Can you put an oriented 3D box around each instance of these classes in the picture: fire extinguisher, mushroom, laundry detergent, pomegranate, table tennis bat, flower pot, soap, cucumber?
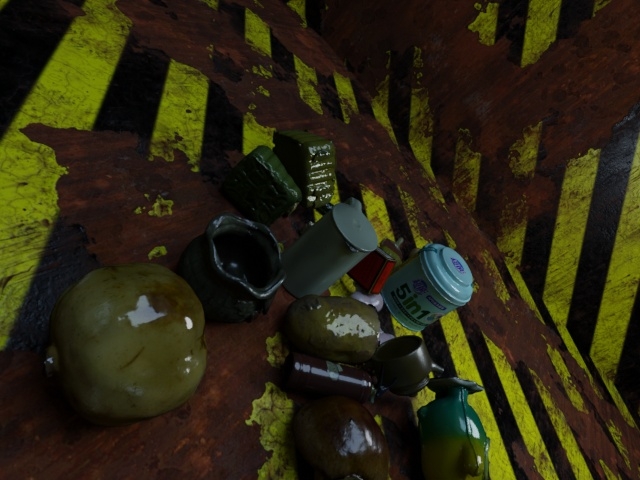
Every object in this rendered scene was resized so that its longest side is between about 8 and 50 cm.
[{"bbox_3d":[0.066,0.397,1.296,0.343,0.102,0.138,18,85,-17],"label":"fire extinguisher"},{"bbox_3d":[0.060,0.537,1.152,0.263,0.195,0.283,29,37,-36],"label":"mushroom"},{"bbox_3d":[0.454,0.183,1.859,0.287,0.305,0.287,29,38,-26],"label":"laundry detergent"},{"bbox_3d":[-0.389,0.209,0.903,0.332,0.332,0.333,30,37,-26],"label":"pomegranate"},{"bbox_3d":[0.357,0.035,2.162,0.131,0.022,0.234,49,35,1],"label":"table tennis bat"},{"bbox_3d":[-0.236,0.087,1.256,0.301,0.213,0.302,29,38,-25],"label":"flower pot"},{"bbox_3d":[0.315,0.081,2.034,0.140,0.045,0.089,37,54,-16],"label":"soap"},{"bbox_3d":[0.075,-0.100,1.937,0.293,0.067,0.068,40,34,-9],"label":"cucumber"}]

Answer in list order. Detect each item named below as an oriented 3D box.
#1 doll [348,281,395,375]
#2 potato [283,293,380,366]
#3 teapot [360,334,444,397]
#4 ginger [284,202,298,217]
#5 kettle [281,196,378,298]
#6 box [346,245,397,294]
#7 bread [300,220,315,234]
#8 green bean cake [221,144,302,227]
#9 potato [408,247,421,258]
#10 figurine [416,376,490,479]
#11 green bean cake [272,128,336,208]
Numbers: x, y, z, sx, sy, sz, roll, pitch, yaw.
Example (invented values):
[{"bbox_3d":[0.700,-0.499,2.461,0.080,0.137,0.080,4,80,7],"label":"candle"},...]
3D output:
[{"bbox_3d":[0.194,0.306,1.631,0.160,0.094,0.365,5,51,-37],"label":"doll"},{"bbox_3d":[0.017,0.267,1.383,0.265,0.229,0.229,19,42,-25],"label":"potato"},{"bbox_3d":[0.261,0.428,1.446,0.185,0.267,0.176,-35,106,-75],"label":"teapot"},{"bbox_3d":[-0.179,-0.217,1.733,0.109,0.116,0.263,-37,91,-21],"label":"ginger"},{"bbox_3d":[0.030,0.030,1.524,0.205,0.318,0.265,51,34,7],"label":"kettle"},{"bbox_3d":[0.162,0.078,1.694,0.074,0.153,0.240,8,23,-41],"label":"box"},{"bbox_3d":[-0.006,0.010,1.720,0.152,0.077,0.105,30,36,-23],"label":"bread"},{"bbox_3d":[-0.200,-0.181,1.565,0.248,0.222,0.125,44,32,-11],"label":"green bean cake"},{"bbox_3d":[0.481,0.089,2.173,0.112,0.112,0.147,55,26,11],"label":"potato"},{"bbox_3d":[0.410,0.623,1.399,0.231,0.324,0.340,14,59,-7],"label":"figurine"},{"bbox_3d":[-0.056,-0.304,1.837,0.202,0.285,0.310,-17,36,-30],"label":"green bean cake"}]
